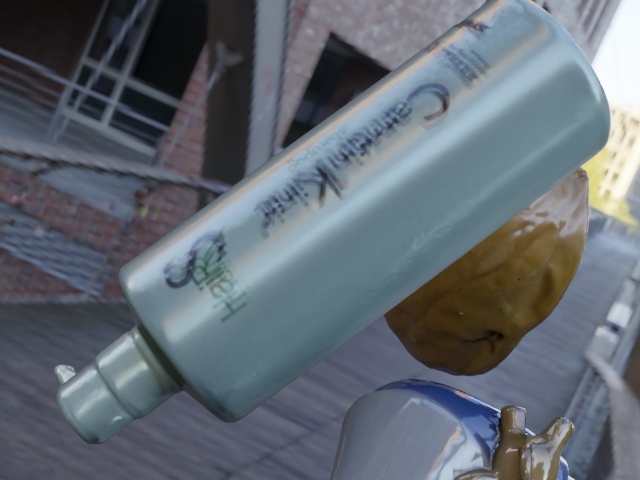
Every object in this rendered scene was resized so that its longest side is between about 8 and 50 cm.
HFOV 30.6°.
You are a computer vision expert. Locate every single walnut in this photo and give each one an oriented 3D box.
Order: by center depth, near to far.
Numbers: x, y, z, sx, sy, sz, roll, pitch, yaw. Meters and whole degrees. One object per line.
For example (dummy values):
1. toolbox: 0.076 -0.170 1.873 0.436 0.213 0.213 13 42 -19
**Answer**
1. walnut: 0.096 0.003 0.849 0.087 0.211 0.167 11 51 -27

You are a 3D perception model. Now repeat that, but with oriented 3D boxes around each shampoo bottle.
1. shampoo bottle: 0.000 0.000 0.508 0.085 0.262 0.085 53 -5 6

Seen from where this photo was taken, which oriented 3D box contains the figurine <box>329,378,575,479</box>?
1. figurine: 0.005 0.182 0.456 0.161 0.275 0.158 9 -47 45
